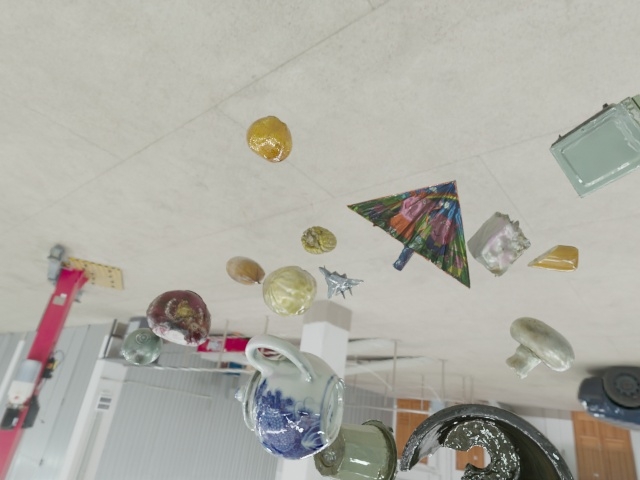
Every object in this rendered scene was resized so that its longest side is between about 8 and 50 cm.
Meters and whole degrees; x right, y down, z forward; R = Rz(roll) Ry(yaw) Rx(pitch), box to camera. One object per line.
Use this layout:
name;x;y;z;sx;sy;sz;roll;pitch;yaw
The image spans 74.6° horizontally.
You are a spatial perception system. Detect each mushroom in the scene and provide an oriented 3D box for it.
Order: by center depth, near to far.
mushroom;0.810;0.420;1.590;0.243;0.244;0.244;7;156;3

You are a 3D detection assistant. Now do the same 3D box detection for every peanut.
peanut;-0.082;0.133;1.157;0.146;0.147;0.305;6;178;4

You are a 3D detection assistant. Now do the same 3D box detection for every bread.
bread;0.542;0.040;0.974;0.103;0.049;0.062;8;113;17

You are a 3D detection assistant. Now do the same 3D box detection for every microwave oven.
microwave oven;0.943;-0.310;1.363;0.354;0.219;0.286;-17;165;-45

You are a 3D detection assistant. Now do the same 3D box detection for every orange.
orange;-0.159;-0.322;1.335;0.154;0.134;0.155;38;-173;-6

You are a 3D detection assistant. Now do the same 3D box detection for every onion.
onion;-0.385;0.209;1.146;0.173;0.136;0.198;35;149;-19

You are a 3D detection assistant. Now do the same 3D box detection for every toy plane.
toy plane;0.065;0.183;2.037;0.212;0.088;0.267;-30;129;20

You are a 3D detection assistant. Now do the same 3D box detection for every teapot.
teapot;-0.091;0.402;1.055;0.279;0.252;0.425;3;122;20

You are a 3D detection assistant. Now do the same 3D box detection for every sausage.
sausage;-0.273;0.115;1.549;0.112;0.112;0.328;19;175;-23

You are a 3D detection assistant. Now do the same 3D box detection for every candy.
candy;0.638;0.009;1.518;0.137;0.185;0.195;35;113;-3

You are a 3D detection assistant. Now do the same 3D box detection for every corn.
corn;0.000;0.000;1.773;0.118;0.119;0.322;2;-179;14

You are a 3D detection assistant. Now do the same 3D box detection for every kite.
kite;0.220;-0.040;0.908;0.321;0.234;0.016;35;-178;15

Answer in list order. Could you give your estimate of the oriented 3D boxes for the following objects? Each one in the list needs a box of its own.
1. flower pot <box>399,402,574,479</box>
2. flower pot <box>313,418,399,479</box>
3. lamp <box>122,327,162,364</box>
flower pot;0.401;0.566;1.019;0.378;0.380;0.251;-1;171;20
flower pot;0.120;0.827;1.623;0.258;0.291;0.290;26;150;-32
lamp;-0.503;0.300;1.189;0.105;0.105;0.105;7;156;3
